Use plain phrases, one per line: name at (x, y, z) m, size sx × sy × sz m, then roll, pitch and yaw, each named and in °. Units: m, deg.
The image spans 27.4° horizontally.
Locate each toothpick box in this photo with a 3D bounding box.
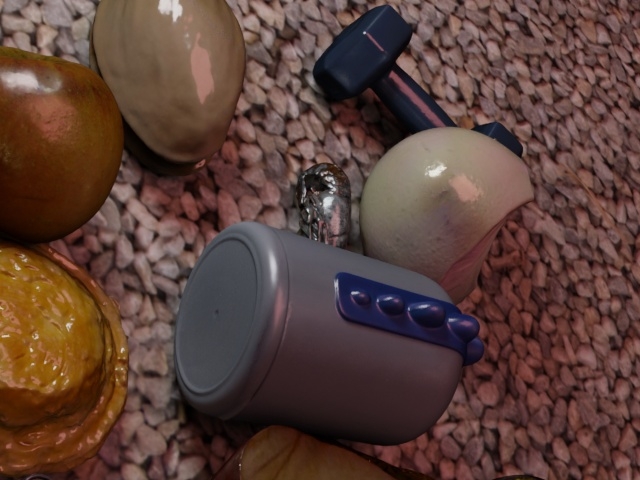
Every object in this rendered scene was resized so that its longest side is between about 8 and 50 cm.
toothpick box at (0.029, 0.124, 1.623) m, size 0.355 × 0.263 × 0.263 m, roll 17°, pitch 60°, yaw -31°

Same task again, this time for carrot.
carrot at (0.054, 0.302, 1.688) m, size 0.229 × 0.069 × 0.069 m, roll 24°, pitch 57°, yaw -27°

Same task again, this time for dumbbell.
dumbbell at (0.143, -0.188, 1.927) m, size 0.325 × 0.144 × 0.160 m, roll 45°, pitch 49°, yaw -11°

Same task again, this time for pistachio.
pistachio at (-0.196, -0.229, 1.690) m, size 0.197 × 0.166 × 0.288 m, roll -3°, pitch 74°, yaw -12°

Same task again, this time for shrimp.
shrimp at (0.000, 0.000, 1.784) m, size 0.090 × 0.079 × 0.232 m, roll 48°, pitch 42°, yaw -61°

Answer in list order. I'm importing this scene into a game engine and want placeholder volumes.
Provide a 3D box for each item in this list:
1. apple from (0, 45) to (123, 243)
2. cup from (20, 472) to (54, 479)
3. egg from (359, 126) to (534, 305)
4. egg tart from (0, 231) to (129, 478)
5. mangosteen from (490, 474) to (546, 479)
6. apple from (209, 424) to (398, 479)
apple at (-0.341, -0.109, 1.490) m, size 0.237 × 0.237 × 0.207 m, roll 7°, pitch 102°, yaw -34°
cup at (-0.297, 0.301, 1.421) m, size 0.077 × 0.078 × 0.100 m, roll 0°, pitch 85°, yaw -41°
egg at (0.159, -0.040, 1.786) m, size 0.206 × 0.162 × 0.271 m, roll 32°, pitch 91°, yaw -2°
egg tart at (-0.338, 0.108, 1.450) m, size 0.319 × 0.128 × 0.319 m, roll 17°, pitch 58°, yaw -30°
mangosteen at (0.263, 0.420, 1.725) m, size 0.192 × 0.192 × 0.217 m, roll -37°, pitch 124°, yaw -41°
apple at (0.010, 0.399, 1.473) m, size 0.365 × 0.295 × 0.328 m, roll 20°, pitch 85°, yaw -31°
